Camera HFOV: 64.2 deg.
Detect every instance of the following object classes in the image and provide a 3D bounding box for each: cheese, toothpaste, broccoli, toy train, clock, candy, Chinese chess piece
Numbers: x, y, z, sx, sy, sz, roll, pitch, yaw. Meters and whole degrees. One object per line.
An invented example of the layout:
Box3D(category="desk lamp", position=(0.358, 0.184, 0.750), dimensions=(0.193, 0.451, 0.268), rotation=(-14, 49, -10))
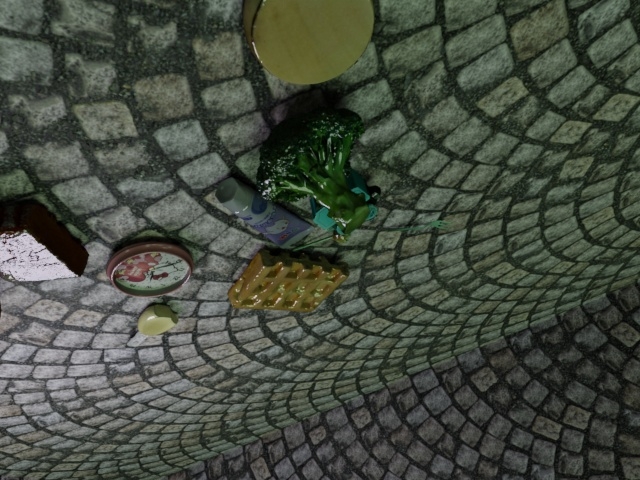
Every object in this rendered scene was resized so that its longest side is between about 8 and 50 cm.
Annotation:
Box3D(category="cheese", position=(-0.587, 0.302, 1.753), dimensions=(0.127, 0.050, 0.255), rotation=(17, 134, -41))
Box3D(category="toothpaste", position=(-0.150, -0.069, 1.428), dimensions=(0.125, 0.080, 0.371), rotation=(-32, 150, 14))
Box3D(category="broccoli", position=(0.000, -0.165, 1.168), dimensions=(0.297, 0.297, 0.297), rotation=(-39, 166, -12))
Box3D(category="toy train", position=(0.068, -0.105, 1.433), dimensions=(0.198, 0.107, 0.154), rotation=(-36, 134, 25))
Box3D(category="clock", position=(-0.494, 0.082, 1.485), dimensions=(0.244, 0.056, 0.244), rotation=(-13, 143, -10))
Box3D(category="candy", position=(0.000, 0.000, 1.601), dimensions=(0.202, 0.061, 0.061), rotation=(-18, 146, 16))
Box3D(category="Chinese chess piece", position=(-0.022, -0.419, 0.967), dimensions=(0.251, 0.097, 0.251), rotation=(-11, 145, -8))

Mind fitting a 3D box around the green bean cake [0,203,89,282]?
Box3D(category="green bean cake", position=(-0.705, 0.007, 1.254), dimensions=(0.198, 0.097, 0.233), rotation=(-8, 144, -11))

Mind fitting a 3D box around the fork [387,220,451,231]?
Box3D(category="fork", position=(0.328, -0.047, 1.695), dimensions=(0.235, 0.021, 0.039), rotation=(-3, 139, -17))

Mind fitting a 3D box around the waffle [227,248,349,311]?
Box3D(category="waffle", position=(-0.107, 0.148, 1.717), dimensions=(0.348, 0.077, 0.304), rotation=(7, 143, -28))
